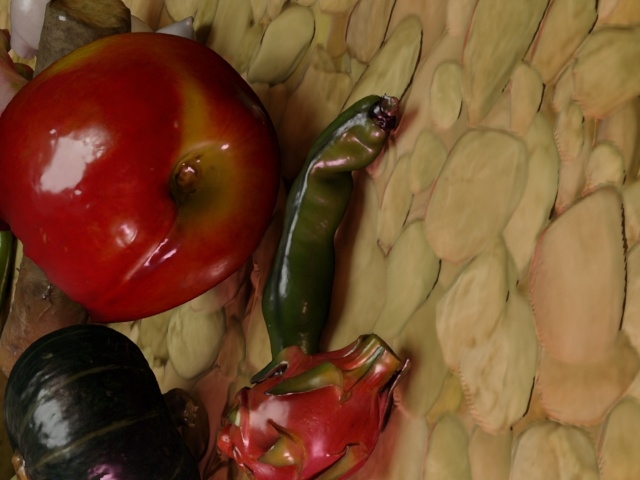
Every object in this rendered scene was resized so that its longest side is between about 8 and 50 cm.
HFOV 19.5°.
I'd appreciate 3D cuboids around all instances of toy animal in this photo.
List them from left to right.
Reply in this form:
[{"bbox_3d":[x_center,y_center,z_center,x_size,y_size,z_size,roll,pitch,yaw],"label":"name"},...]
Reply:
[{"bbox_3d":[-0.174,-0.144,1.479,0.181,0.127,0.131,38,80,23],"label":"toy animal"}]

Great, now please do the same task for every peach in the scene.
[{"bbox_3d":[-0.133,-0.043,1.257,0.226,0.190,0.196,4,93,58],"label":"peach"}]

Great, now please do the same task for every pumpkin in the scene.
[{"bbox_3d":[-0.144,0.139,1.245,0.167,0.125,0.167,38,135,50],"label":"pumpkin"}]

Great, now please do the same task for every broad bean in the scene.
[{"bbox_3d":[-0.002,-0.005,1.138,0.195,0.046,0.061,-69,24,12],"label":"broad bean"}]

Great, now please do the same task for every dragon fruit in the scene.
[{"bbox_3d":[-0.001,0.096,1.055,0.116,0.086,0.081,-39,73,0],"label":"dragon fruit"}]

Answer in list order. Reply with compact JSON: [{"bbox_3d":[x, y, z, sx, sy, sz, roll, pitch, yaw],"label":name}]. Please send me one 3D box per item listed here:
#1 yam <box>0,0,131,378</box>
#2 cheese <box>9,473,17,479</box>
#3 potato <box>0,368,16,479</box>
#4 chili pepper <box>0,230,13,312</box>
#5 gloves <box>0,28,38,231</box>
[{"bbox_3d":[-0.200,-0.031,1.440,0.081,0.081,0.357,-111,30,-49],"label":"yam"},{"bbox_3d":[-0.208,0.202,1.449,0.255,0.050,0.127,-58,30,30],"label":"cheese"},{"bbox_3d":[-0.433,0.203,1.640,0.330,0.280,0.213,-35,46,52],"label":"potato"},{"bbox_3d":[-0.315,0.030,1.742,0.052,0.050,0.202,-26,51,43],"label":"chili pepper"},{"bbox_3d":[-0.291,-0.120,1.692,0.145,0.126,0.241,-65,36,33],"label":"gloves"}]
